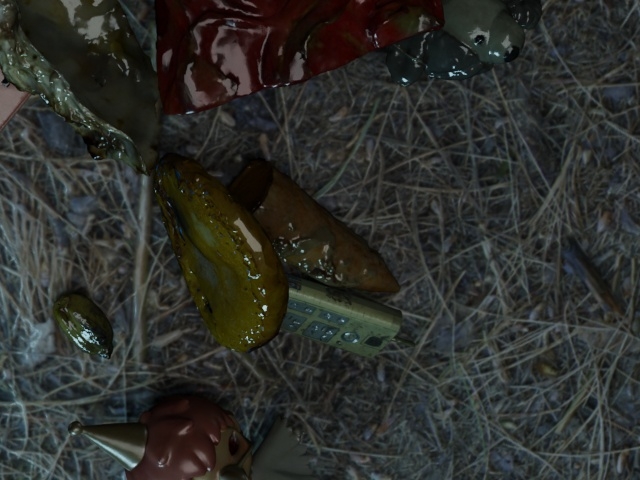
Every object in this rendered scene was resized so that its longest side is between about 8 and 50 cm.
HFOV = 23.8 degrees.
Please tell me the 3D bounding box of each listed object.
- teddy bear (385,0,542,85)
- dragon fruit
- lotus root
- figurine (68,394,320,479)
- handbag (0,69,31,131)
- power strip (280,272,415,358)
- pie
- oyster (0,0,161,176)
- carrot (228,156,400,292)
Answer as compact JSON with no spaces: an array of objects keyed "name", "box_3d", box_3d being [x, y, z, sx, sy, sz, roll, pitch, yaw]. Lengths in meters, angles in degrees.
[{"name":"teddy bear","box_3d":[0.201,-0.274,1.818,0.171,0.144,0.251,17,98,-60]},{"name":"dragon fruit","box_3d":[-0.033,-0.299,1.667,0.329,0.228,0.286,-1,105,10]},{"name":"lotus root","box_3d":[-0.287,0.106,1.864,0.054,0.049,0.099,-29,114,18]},{"name":"figurine","box_3d":[-0.131,0.289,1.901,0.387,0.166,0.207,33,79,-24]},{"name":"handbag","box_3d":[-0.444,-0.198,1.725,0.212,0.059,0.157,38,93,-20]},{"name":"power strip","box_3d":[0.003,0.094,1.922,0.268,0.034,0.092,19,141,-19]},{"name":"pie","box_3d":[-0.123,0.008,1.769,0.069,0.273,0.273,-28,113,-24]},{"name":"oyster","box_3d":[-0.312,-0.240,1.703,0.396,0.204,0.111,45,127,-16]},{"name":"carrot","box_3d":[0.000,0.000,1.886,0.263,0.102,0.102,32,97,-27]}]
